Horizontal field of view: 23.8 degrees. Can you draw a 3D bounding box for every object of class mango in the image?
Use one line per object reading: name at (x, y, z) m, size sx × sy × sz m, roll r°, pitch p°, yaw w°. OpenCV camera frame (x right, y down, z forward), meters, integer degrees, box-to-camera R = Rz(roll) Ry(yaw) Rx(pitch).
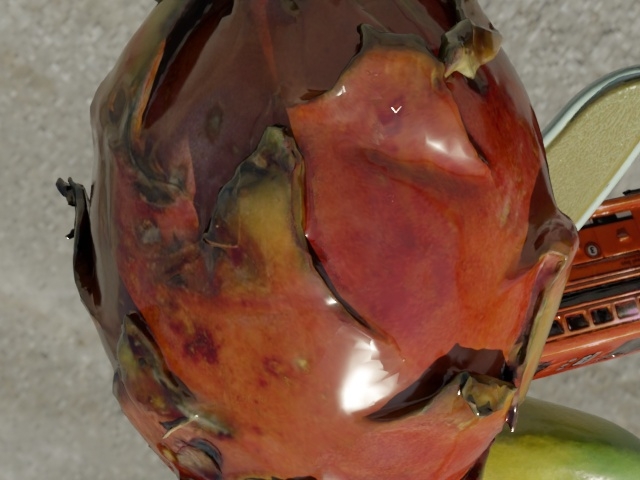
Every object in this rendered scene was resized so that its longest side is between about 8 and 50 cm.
mango at (0.153, 0.167, 1.236) m, size 0.237 × 0.091 × 0.137 m, roll -1°, pitch 162°, yaw 41°

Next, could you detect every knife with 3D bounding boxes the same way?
knife at (0.093, 0.016, 0.903) m, size 0.061 × 0.343 × 0.027 m, roll 42°, pitch -177°, yaw -17°

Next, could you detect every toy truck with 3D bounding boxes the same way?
toy truck at (0.175, 0.026, 0.997) m, size 0.107 × 0.253 × 0.114 m, roll 128°, pitch 127°, yaw -62°

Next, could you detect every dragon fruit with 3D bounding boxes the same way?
dragon fruit at (-0.001, -0.004, 0.719) m, size 0.250 × 0.250 × 0.315 m, roll -17°, pitch 98°, yaw 52°
